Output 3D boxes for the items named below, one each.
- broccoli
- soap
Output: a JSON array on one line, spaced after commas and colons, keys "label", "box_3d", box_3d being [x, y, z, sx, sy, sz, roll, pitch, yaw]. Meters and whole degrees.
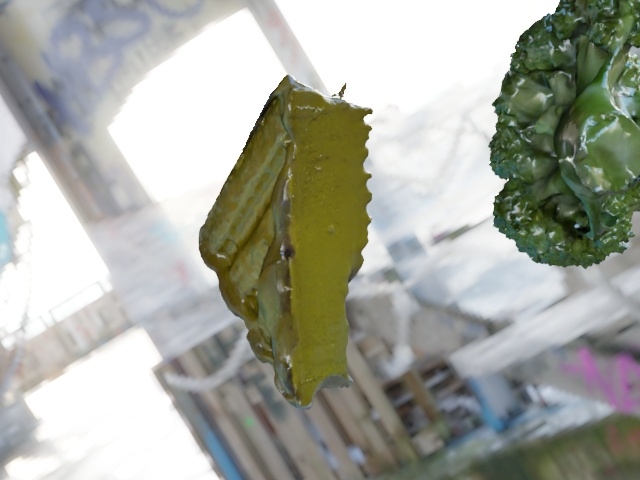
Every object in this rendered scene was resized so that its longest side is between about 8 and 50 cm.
[{"label": "broccoli", "box_3d": [0.262, -0.113, 1.450, 0.186, 0.254, 0.302, 14, -15, -12]}, {"label": "soap", "box_3d": [0.000, 0.000, 2.126, 0.169, 0.304, 0.338, -13, -31, -36]}]
